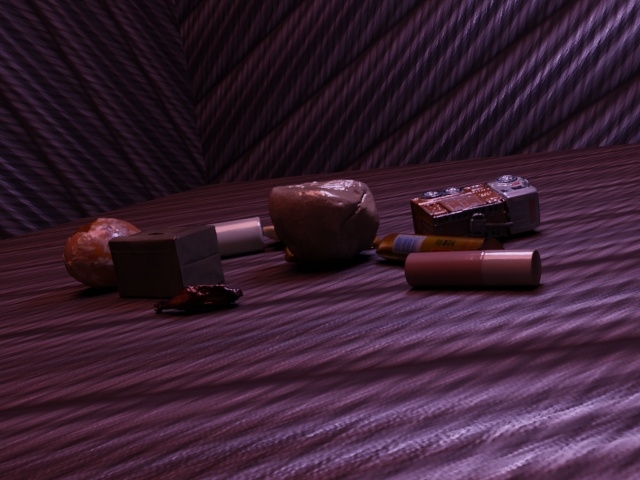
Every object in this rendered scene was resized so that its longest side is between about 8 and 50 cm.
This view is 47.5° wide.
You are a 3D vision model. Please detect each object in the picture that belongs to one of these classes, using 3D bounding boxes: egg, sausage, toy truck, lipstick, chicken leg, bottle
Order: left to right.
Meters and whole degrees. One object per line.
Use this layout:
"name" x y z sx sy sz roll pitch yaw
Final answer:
"egg" -0.568 0.032 1.944 0.233 0.195 0.195 -19 14 -35
"chicken leg" -0.267 0.127 1.567 0.205 0.053 0.093 -1 -12 3
"bottle" -0.290 -0.002 2.120 0.245 0.104 0.104 -10 10 -4
"sausage" 0.241 0.021 1.624 0.082 0.082 0.371 -16 12 -34
"lipstick" 0.292 0.055 1.411 0.254 0.070 0.070 -3 12 32
"toy truck" 0.391 -0.063 1.798 0.305 0.136 0.162 -13 18 -7

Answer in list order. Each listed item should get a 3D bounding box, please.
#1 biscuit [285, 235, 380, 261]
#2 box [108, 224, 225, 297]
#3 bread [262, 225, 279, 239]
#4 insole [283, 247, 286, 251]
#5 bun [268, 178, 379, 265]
"biscuit" 0.027 0.009 1.987 0.254 0.029 0.172 -10 13 -3
"box" -0.379 0.048 1.790 0.231 0.155 0.149 -3 12 33
"bread" -0.020 -0.040 2.170 0.316 0.054 0.316 -8 4 1
"insole" 0.000 0.000 2.134 0.253 0.005 0.086 -15 13 -31
"bun" 0.011 -0.043 1.811 0.281 0.205 0.281 -7 9 1
